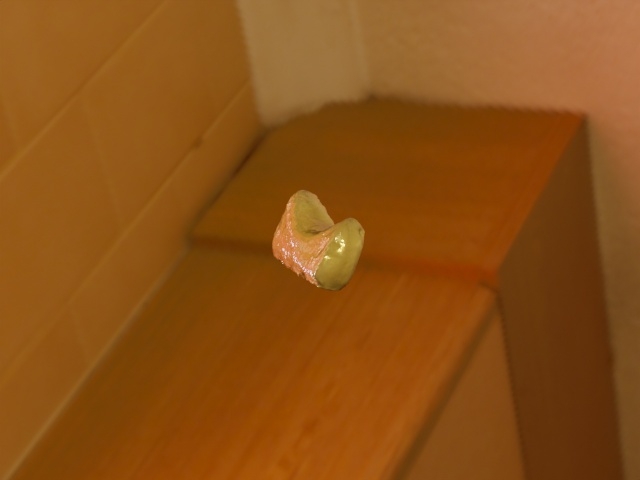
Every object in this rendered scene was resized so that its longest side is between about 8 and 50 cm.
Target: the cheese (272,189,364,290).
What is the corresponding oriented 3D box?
[{"bbox_3d":[0.000,0.000,0.970,0.030,0.083,0.044,10,-83,-22],"label":"cheese"}]
